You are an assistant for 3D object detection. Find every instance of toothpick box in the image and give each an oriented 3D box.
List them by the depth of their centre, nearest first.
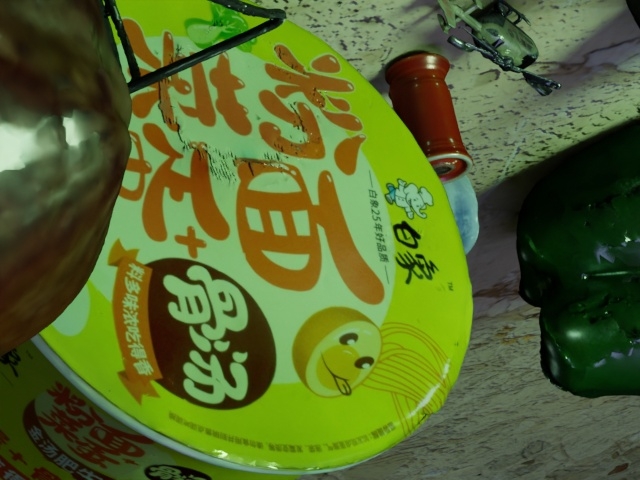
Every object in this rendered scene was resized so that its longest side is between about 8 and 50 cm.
[{"bbox_3d":[0.072,-0.082,1.111,0.047,0.083,0.047,-9,156,-4],"label":"toothpick box"}]

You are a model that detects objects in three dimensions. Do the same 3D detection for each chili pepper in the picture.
[{"bbox_3d":[0.294,0.024,1.396,0.257,0.233,0.248,-16,154,-1],"label":"chili pepper"}]

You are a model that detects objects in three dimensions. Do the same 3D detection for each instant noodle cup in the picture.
[{"bbox_3d":[-0.103,0.034,0.927,0.311,0.311,0.221,-4,152,-40],"label":"instant noodle cup"}]

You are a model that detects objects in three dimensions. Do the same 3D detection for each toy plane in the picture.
[{"bbox_3d":[0.112,-0.134,1.082,0.031,0.049,0.121,-35,138,28],"label":"toy plane"}]

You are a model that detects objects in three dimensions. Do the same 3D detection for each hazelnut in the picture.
[{"bbox_3d":[-0.156,-0.048,0.589,0.178,0.204,0.178,-4,172,-1],"label":"hazelnut"}]

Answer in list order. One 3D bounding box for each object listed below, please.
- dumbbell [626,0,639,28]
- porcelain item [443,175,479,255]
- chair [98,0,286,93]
[{"bbox_3d":[0.285,-0.150,1.071,0.152,0.152,0.218,-28,158,13],"label":"dumbbell"},{"bbox_3d":[0.000,0.000,1.178,0.259,0.141,0.141,-13,158,-44],"label":"porcelain item"},{"bbox_3d":[-0.154,-0.111,0.756,0.221,0.140,0.145,-33,155,30],"label":"chair"}]
